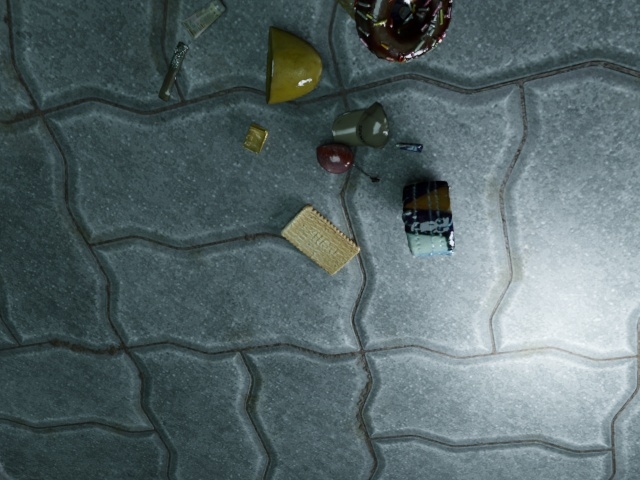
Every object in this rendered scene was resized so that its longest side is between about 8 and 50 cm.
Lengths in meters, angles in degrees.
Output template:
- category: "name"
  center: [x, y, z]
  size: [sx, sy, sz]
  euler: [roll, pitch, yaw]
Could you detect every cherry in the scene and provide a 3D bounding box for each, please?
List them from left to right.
- category: "cherry"
  center: [0.090, -0.237, 1.542]
  size: [0.225, 0.090, 0.107]
  euler: [18, 155, -12]

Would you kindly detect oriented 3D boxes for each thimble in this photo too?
- category: "thimble"
  center: [0.330, -0.063, 1.528]
  size: [0.150, 0.237, 0.237]
  euler: [-5, 118, 14]

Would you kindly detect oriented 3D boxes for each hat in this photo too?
- category: "hat"
  center: [0.120, -0.320, 1.495]
  size: [0.175, 0.085, 0.147]
  euler: [-9, 119, 12]

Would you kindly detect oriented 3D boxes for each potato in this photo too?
- category: "potato"
  center: [-0.073, -0.478, 1.402]
  size: [0.158, 0.178, 0.204]
  euler: [5, 96, -11]

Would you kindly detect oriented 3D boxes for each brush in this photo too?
- category: "brush"
  center: [-0.448, -0.504, 1.510]
  size: [0.034, 0.027, 0.190]
  euler: [30, 120, -7]

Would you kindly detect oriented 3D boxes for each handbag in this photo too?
- category: "handbag"
  center: [-0.207, -0.319, 1.578]
  size: [0.061, 0.027, 0.083]
  euler: [25, 121, -7]

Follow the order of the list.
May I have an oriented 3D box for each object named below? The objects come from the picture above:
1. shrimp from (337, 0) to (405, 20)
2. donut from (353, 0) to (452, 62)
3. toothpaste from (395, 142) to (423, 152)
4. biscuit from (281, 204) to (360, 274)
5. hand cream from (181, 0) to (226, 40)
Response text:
- category: "shrimp"
  center: [0.098, -0.693, 1.301]
  size: [0.168, 0.077, 0.317]
  euler: [-41, 112, 16]
- category: "donut"
  center: [0.217, -0.584, 1.281]
  size: [0.269, 0.103, 0.270]
  euler: [-8, 125, -12]
- category: "toothpaste"
  center: [0.271, -0.285, 1.530]
  size: [0.083, 0.019, 0.027]
  euler: [8, 96, 3]
- category: "biscuit"
  center: [0.000, 0.000, 1.724]
  size: [0.249, 0.030, 0.160]
  euler: [39, 117, -13]
- category: "hand cream"
  center: [-0.327, -0.630, 1.420]
  size: [0.143, 0.039, 0.061]
  euler: [-22, 121, 29]
